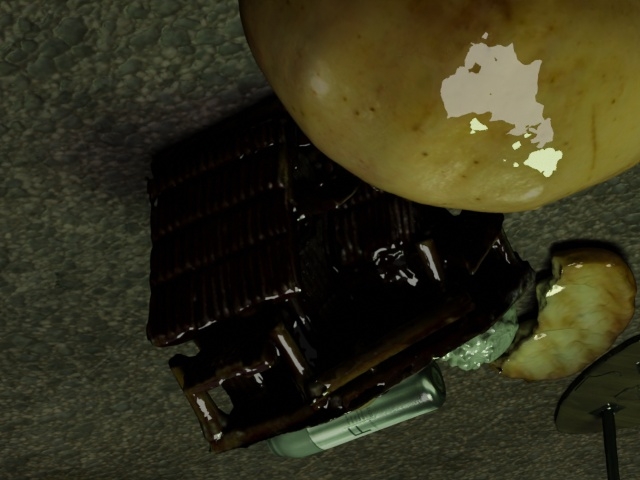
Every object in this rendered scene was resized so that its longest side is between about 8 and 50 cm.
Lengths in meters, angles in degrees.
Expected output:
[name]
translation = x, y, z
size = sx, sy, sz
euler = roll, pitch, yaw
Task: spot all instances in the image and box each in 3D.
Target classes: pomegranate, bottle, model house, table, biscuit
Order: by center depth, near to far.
[pomegranate]
translation = 0.105, -0.163, 0.997
size = 0.338, 0.338, 0.338
euler = -7, 149, -4
[model house]
translation = 0.000, 0.000, 1.315
size = 0.317, 0.297, 0.282
euler = -19, 104, 23
[biscuit]
translation = 0.322, 0.097, 1.743
size = 0.154, 0.045, 0.299
euler = 1, 146, -15
[bottle]
translation = 0.041, 0.220, 1.837
size = 0.254, 0.079, 0.096
euler = -23, 108, 20
[table]
translation = 0.498, 0.322, 1.960
size = 0.317, 0.249, 0.317
euler = -7, 148, -5

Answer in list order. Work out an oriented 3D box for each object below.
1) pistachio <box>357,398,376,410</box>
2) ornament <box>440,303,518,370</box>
[pistachio]
translation = -0.018, 0.142, 1.640
size = 0.206, 0.131, 0.129
euler = 10, 135, -23
[ornament]
translation = 0.099, 0.078, 1.571
size = 0.285, 0.130, 0.120
euler = 7, 132, -25
